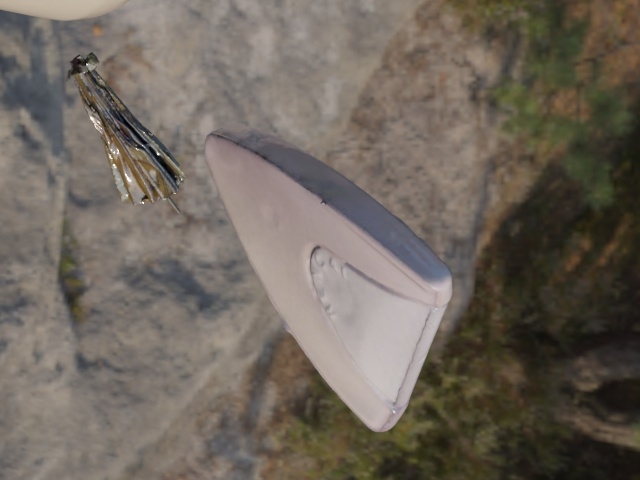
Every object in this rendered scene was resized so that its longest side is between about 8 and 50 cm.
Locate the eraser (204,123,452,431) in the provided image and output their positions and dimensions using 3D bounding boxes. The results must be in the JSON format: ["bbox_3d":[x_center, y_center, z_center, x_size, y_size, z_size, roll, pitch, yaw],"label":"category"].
[{"bbox_3d":[0.001,-0.001,0.963,0.059,0.243,0.204,-28,154,-26],"label":"eraser"}]

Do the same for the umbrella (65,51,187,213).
[{"bbox_3d":[-0.082,-0.043,0.556,0.083,0.031,0.020,57,30,-33],"label":"umbrella"}]

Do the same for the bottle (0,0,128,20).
[{"bbox_3d":[-0.148,-0.149,0.330,0.237,0.147,0.147,8,87,-32],"label":"bottle"}]
